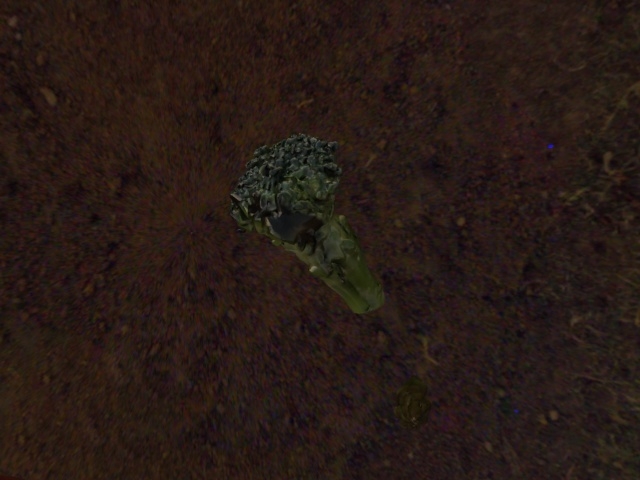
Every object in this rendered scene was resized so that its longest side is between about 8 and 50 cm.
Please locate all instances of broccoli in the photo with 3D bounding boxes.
[{"bbox_3d":[0.007,-0.002,0.961,0.145,0.165,0.304,-45,132,-13],"label":"broccoli"}]

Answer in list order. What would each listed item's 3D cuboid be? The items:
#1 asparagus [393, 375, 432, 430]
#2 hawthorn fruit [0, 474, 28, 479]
[{"bbox_3d":[0.182,0.330,1.466,0.080,0.287,0.080,0,90,5],"label":"asparagus"},{"bbox_3d":[-0.434,0.462,0.987,0.295,0.295,0.311,-30,84,-8],"label":"hawthorn fruit"}]
